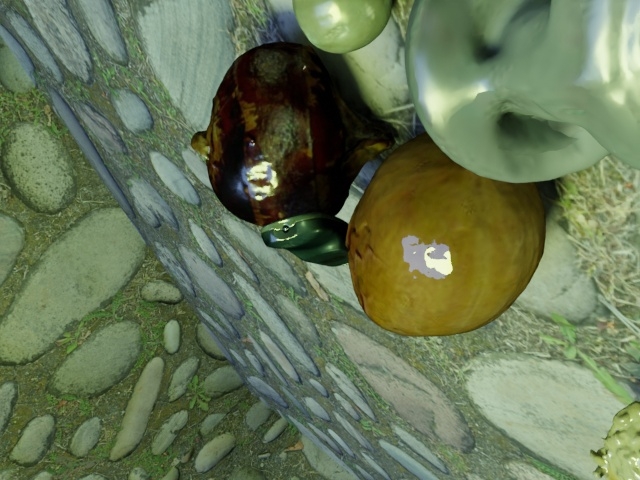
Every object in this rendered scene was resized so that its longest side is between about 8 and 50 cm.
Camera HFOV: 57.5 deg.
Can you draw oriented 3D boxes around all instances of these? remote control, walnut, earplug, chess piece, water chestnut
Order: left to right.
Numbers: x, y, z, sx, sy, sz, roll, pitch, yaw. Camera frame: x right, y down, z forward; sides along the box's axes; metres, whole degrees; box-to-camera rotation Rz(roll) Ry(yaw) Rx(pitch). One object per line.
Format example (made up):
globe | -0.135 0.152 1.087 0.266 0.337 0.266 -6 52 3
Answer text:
water chestnut | -0.029 -0.127 0.724 0.223 0.238 0.223 -11 -90 -84
chess piece | -0.018 -0.282 0.524 0.133 0.133 0.243 14 146 52
remote control | 0.000 0.000 0.687 0.222 0.072 0.042 21 -126 -69
walnut | 0.123 0.011 0.635 0.203 0.203 0.298 39 144 20
earplug | 0.195 -0.136 0.349 0.325 0.175 0.214 1 126 48

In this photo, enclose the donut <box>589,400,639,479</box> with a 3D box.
donut | 0.381 0.257 0.460 0.307 0.150 0.371 17 -169 24
